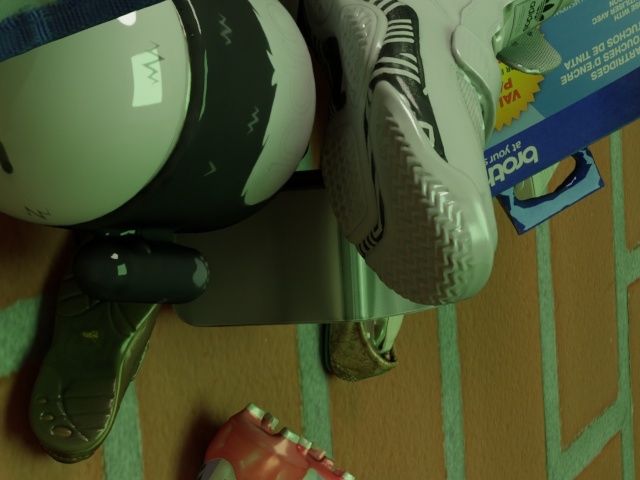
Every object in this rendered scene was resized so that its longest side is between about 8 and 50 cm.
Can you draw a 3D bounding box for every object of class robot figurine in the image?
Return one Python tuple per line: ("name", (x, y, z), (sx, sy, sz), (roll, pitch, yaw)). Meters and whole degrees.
("robot figurine", (-0.114, -0.089, 0.987), (0.173, 0.209, 0.278), (-51, 159, 17))

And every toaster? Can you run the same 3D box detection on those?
("toaster", (0.000, 0.000, 1.193), (0.168, 0.186, 0.110), (-7, 94, -63))

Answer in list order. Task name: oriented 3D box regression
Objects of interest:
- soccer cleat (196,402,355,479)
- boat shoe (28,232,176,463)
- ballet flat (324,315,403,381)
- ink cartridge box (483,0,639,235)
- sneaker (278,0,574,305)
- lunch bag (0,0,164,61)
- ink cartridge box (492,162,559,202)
("soccer cleat", (-0.026, 0.200, 1.288), (0.095, 0.083, 0.248), (-52, 150, -5))
("boat shoe", (-0.141, 0.060, 1.067), (0.060, 0.064, 0.178), (106, 1, -64))
("ballet flat", (0.042, 0.016, 1.401), (0.073, 0.067, 0.206), (-13, 103, -62))
("ink cartridge box", (0.144, -0.202, 1.376), (0.270, 0.151, 0.395), (-29, 125, -19))
("sneaker", (0.097, -0.123, 1.089), (0.137, 0.210, 0.365), (106, -28, -49))
("lunch bag", (-0.194, -0.295, 0.732), (0.385, 0.239, 0.327), (-98, 168, -52))
("ink cartridge box", (0.179, -0.102, 1.635), (0.143, 0.092, 0.089), (-55, 137, -48))
